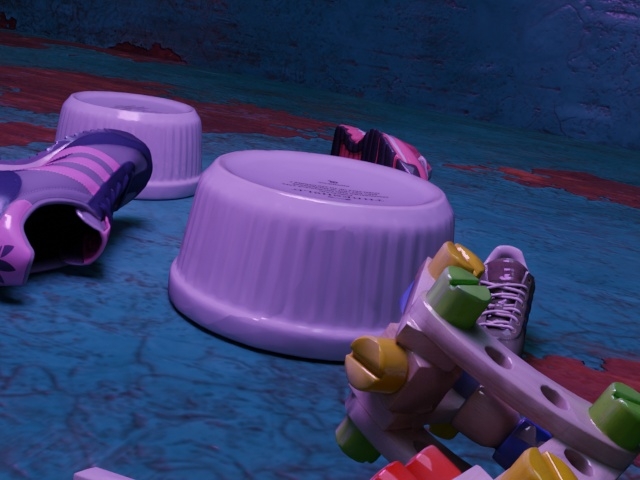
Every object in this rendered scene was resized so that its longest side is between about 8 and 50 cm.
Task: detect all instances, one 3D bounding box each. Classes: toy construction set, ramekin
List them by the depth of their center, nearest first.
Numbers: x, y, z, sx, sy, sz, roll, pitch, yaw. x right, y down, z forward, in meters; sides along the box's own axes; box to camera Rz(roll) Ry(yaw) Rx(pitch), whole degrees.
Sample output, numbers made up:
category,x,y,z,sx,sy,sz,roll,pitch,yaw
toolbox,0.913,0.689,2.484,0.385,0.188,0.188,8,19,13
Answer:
category,x,y,z,sx,sy,sz,roll,pitch,yaw
toy construction set,0.037,0.114,0.387,0.328,0.151,0.215,-20,56,-45
ramekin,0.000,0.000,0.816,0.273,0.127,0.273,8,15,-2
ramekin,-0.255,-0.133,1.185,0.207,0.109,0.207,8,15,-2

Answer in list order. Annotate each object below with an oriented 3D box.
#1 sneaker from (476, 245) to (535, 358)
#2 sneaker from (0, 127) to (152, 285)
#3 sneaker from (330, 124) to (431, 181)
category,x,y,z,sx,sy,sz,roll,pitch,yaw
sneaker,0.151,0.057,0.769,0.064,0.086,0.192,12,16,13
sneaker,-0.239,-0.026,0.856,0.131,0.112,0.319,29,27,15
sneaker,0.113,-0.107,1.285,0.136,0.116,0.314,5,16,-17
